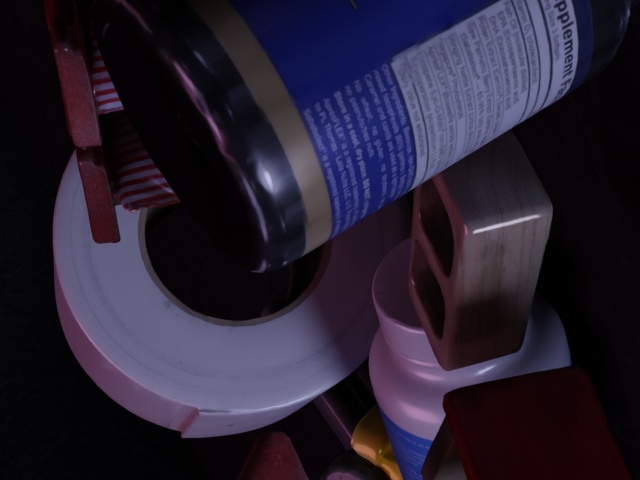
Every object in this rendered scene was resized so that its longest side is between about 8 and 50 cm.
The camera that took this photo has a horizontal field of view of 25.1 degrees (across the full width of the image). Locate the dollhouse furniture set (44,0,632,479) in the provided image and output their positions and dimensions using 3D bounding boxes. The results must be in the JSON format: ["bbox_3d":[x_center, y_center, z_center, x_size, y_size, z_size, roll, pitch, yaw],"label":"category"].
[{"bbox_3d":[0.000,0.000,0.647,0.152,0.201,0.374,90,165,-53],"label":"dollhouse furniture set"}]

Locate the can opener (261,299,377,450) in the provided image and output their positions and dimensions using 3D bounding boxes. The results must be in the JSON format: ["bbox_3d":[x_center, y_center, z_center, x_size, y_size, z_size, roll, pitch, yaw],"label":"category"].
[{"bbox_3d":[0.046,0.169,1.300,0.283,0.076,0.095,53,163,23],"label":"can opener"}]

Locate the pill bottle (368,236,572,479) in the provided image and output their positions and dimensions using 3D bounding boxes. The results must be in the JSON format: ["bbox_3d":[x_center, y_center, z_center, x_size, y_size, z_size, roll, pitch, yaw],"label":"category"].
[{"bbox_3d":[0.099,0.101,0.901,0.124,0.124,0.221,42,159,46],"label":"pill bottle"}]

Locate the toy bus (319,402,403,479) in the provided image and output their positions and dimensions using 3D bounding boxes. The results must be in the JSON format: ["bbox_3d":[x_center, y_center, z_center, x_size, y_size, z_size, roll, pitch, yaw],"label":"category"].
[{"bbox_3d":[0.112,0.237,1.092,0.211,0.149,0.220,25,123,29],"label":"toy bus"}]

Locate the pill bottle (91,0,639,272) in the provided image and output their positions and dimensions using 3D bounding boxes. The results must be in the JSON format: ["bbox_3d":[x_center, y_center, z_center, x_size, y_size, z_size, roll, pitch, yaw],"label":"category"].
[{"bbox_3d":[0.036,-0.091,0.544,0.123,0.219,0.123,52,163,22],"label":"pill bottle"}]

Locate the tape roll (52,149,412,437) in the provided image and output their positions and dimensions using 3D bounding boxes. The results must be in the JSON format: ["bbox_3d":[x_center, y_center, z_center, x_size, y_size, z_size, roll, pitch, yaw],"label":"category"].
[{"bbox_3d":[-0.070,0.012,1.037,0.246,0.246,0.169,57,164,6],"label":"tape roll"}]
